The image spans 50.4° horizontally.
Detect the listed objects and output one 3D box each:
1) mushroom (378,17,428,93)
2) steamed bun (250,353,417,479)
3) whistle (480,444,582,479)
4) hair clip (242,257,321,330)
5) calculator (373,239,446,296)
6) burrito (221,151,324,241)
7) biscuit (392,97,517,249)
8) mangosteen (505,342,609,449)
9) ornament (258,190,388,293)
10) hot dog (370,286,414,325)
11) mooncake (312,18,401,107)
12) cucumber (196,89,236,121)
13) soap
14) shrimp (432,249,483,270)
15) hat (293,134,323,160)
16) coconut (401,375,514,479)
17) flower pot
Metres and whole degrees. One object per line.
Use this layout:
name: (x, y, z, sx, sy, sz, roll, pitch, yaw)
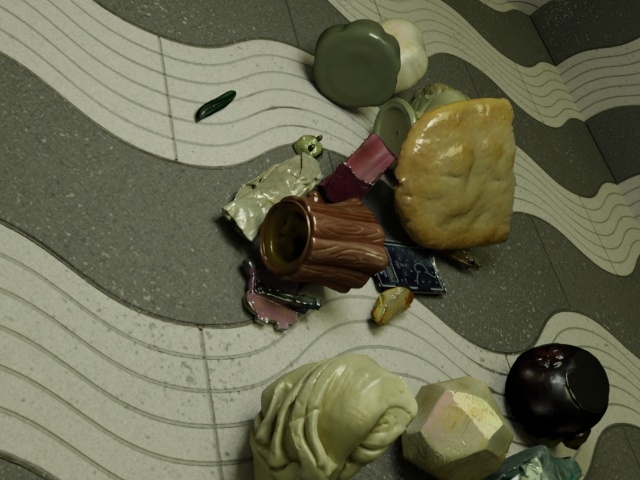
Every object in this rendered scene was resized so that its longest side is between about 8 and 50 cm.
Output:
mushroom: (0.245, -0.601, 2.279, 0.254, 0.234, 0.260, 31, 75, 21)
steamed bun: (-0.003, 0.318, 1.196, 0.203, 0.289, 0.276, 48, 41, 3)
whistle: (0.420, 0.586, 1.477, 0.405, 0.188, 0.168, -11, 69, -48)
hair clip: (-0.089, 0.125, 1.468, 0.187, 0.056, 0.146, 16, 50, -24)
calculator: (0.227, 0.071, 1.833, 0.274, 0.028, 0.165, 7, 55, -41)
burrito: (-0.105, -0.118, 1.618, 0.117, 0.076, 0.392, 48, 39, -2)
biscuit: (0.389, -0.180, 1.878, 0.447, 0.428, 0.104, -5, 20, -32)
mangosteen: (0.635, 0.416, 1.791, 0.288, 0.233, 0.287, 20, 52, -28)
ornament: (0.000, 0.000, 1.489, 0.218, 0.235, 0.221, 10, 92, -45)
hot dog: (0.167, 0.157, 1.674, 0.169, 0.061, 0.078, -24, 120, -49)
mooncake: (0.110, -0.526, 2.018, 0.275, 0.275, 0.135, 38, 37, -16)
cucumber: (-0.254, -0.339, 1.684, 0.033, 0.036, 0.184, 54, 36, -9)
soap: (0.113, -0.189, 1.812, 0.112, 0.182, 0.289, 46, 44, -3)
shrimp: (0.361, -0.017, 2.020, 0.296, 0.058, 0.169, 31, 40, -17)
hat: (-0.026, -0.251, 1.821, 0.077, 0.059, 0.076, -27, 76, -47)
coconut: (0.293, 0.404, 1.462, 0.197, 0.237, 0.236, 69, 1, -67)
flower pot: (0.311, -0.318, 2.034, 0.244, 0.307, 0.307, -4, 62, -30)
